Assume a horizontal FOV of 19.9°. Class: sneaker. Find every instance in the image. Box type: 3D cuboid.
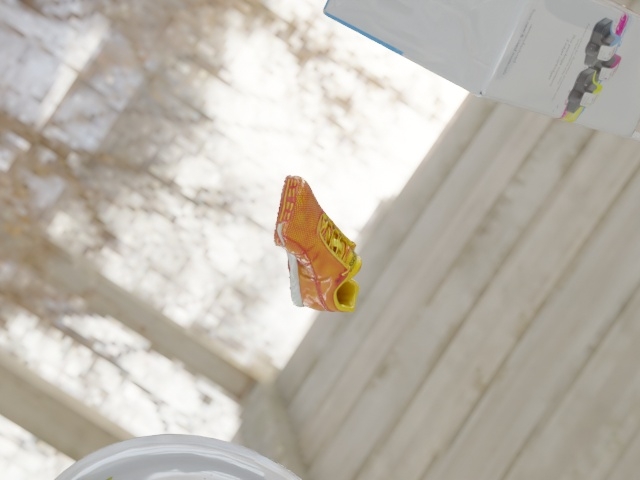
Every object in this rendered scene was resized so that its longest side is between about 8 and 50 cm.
[{"bbox_3d":[0.000,0.000,1.545,0.175,0.067,0.064,70,28,-56],"label":"sneaker"}]

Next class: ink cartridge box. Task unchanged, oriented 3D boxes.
[{"bbox_3d":[0.101,-0.103,0.896,0.181,0.104,0.061,8,110,-53],"label":"ink cartridge box"}]

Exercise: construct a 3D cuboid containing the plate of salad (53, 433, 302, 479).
[{"bbox_3d":[-0.074,0.201,0.994,0.200,0.200,0.048,-53,-174,20],"label":"plate of salad"}]
